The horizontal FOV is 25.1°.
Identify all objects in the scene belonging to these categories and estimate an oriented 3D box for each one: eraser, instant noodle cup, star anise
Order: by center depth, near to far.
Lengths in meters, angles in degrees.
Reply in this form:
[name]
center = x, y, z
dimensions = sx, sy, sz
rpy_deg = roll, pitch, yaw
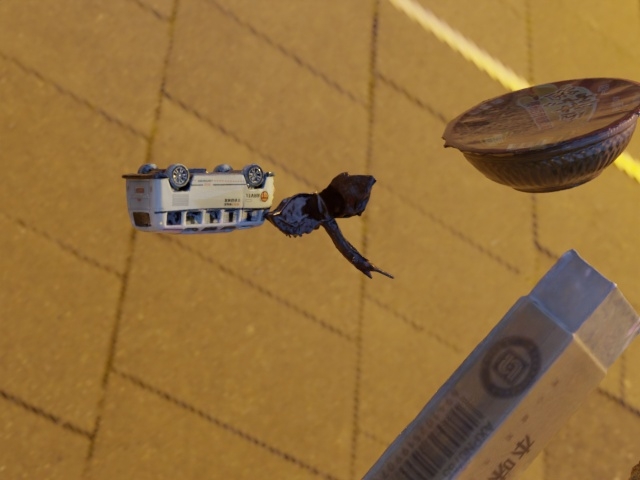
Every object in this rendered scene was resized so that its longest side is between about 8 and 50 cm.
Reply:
[eraser]
center = 0.182, 0.175, 1.460
dimensions = 0.078, 0.343, 0.144
rpy_deg = 41, 2, 33
[star anise]
center = 0.009, -0.003, 1.775
dimensions = 0.140, 0.158, 0.144
rpy_deg = -16, 91, -6
[instant noodle cup]
center = 0.296, -0.124, 1.844
dimensions = 0.274, 0.274, 0.091
rpy_deg = -41, 122, -51

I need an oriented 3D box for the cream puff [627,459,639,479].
[cream puff]
center = 0.478, 0.351, 1.865
dimensions = 0.189, 0.129, 0.189
rpy_deg = 25, 26, -13

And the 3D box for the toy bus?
[toy bus]
center = -0.145, -0.052, 1.778
dimensions = 0.193, 0.087, 0.089
rpy_deg = -3, 94, -38
